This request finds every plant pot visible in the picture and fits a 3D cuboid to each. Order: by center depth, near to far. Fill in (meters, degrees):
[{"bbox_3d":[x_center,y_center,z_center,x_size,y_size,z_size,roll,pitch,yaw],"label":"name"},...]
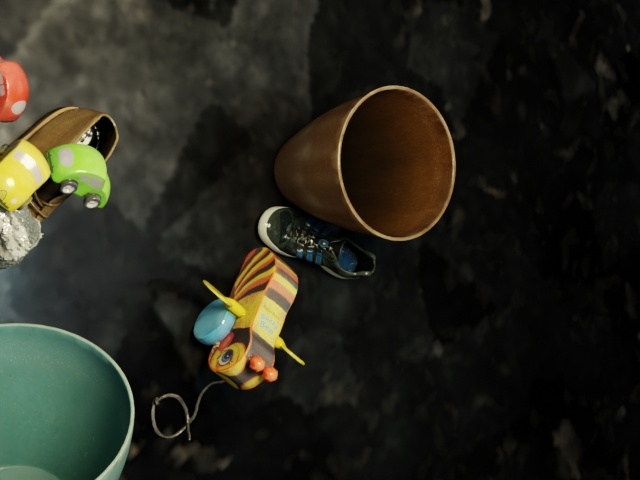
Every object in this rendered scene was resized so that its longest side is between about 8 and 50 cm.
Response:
[{"bbox_3d":[-0.372,0.270,1.432,0.290,0.290,0.195,-27,142,-34],"label":"plant pot"},{"bbox_3d":[0.041,-0.106,1.747,0.215,0.230,0.215,1,89,-37],"label":"plant pot"}]

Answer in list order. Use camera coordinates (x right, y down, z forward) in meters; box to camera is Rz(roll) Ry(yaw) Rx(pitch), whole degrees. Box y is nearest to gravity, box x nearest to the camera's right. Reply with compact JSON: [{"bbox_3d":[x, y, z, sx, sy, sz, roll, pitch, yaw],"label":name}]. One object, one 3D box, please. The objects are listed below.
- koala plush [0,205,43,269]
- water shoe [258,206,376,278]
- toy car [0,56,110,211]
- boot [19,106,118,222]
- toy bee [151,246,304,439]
[{"bbox_3d":[-0.426,-0.034,1.358,0.221,0.196,0.203,20,88,-6],"label":"koala plush"},{"bbox_3d":[0.000,0.000,1.809,0.203,0.080,0.073,24,75,-35],"label":"water shoe"},{"bbox_3d":[-0.315,-0.108,1.398,0.225,0.053,0.239,35,28,-52],"label":"toy car"},{"bbox_3d":[-0.375,-0.059,1.503,0.305,0.115,0.112,-52,122,-23],"label":"boot"},{"bbox_3d":[-0.096,0.150,1.687,0.195,0.162,0.298,18,79,-38],"label":"toy bee"}]
